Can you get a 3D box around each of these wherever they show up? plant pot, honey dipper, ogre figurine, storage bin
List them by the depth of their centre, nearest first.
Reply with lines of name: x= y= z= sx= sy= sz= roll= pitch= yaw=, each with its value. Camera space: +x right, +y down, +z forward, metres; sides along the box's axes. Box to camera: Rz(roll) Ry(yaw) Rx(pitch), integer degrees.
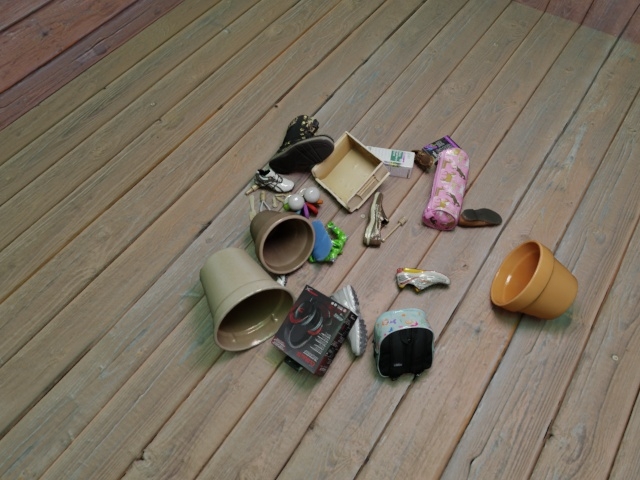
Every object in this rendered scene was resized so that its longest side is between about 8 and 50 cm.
plant pot: x=0.834 y=0.172 z=1.628 sx=0.203 sy=0.291 sz=0.291 roll=30 pitch=65 yaw=0
plant pot: x=-0.314 y=0.201 z=1.638 sx=0.333 sy=0.334 sz=0.305 roll=-31 pitch=54 yaw=-14
plant pot: x=-0.188 y=-0.025 z=1.783 sx=0.263 sy=0.263 sz=0.229 roll=-34 pitch=41 yaw=-16
ogre figurine: x=0.041 y=0.020 z=1.831 sx=0.118 sy=0.097 sz=0.197 roll=22 pitch=52 yaw=26
honey dipper: x=0.331 y=-0.049 z=1.895 sx=0.030 sy=0.030 sz=0.160 roll=39 pitch=71 yaw=21
storage bin: x=0.133 y=-0.312 z=1.937 sx=0.260 sy=0.123 sz=0.262 roll=-47 pitch=60 yaw=6

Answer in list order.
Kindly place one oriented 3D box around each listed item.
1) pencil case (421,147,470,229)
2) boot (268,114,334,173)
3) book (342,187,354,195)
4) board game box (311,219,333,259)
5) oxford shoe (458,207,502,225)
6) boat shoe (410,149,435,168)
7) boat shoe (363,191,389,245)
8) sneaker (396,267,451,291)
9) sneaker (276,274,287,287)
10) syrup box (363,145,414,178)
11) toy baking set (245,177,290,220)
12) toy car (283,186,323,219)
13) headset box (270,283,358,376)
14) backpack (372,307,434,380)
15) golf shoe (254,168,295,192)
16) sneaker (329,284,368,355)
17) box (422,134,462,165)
pencil case: x=0.573 y=-0.234 z=1.915 sx=0.167 sy=0.160 sz=0.387 roll=12 pitch=63 yaw=13
boot: x=-0.067 y=-0.487 z=2.022 sx=0.377 sy=0.138 sz=0.284 roll=-16 pitch=45 yaw=42
book: x=0.185 y=-0.260 z=2.015 sx=0.096 sy=0.035 sz=0.144 roll=34 pitch=67 yaw=23
board game box: x=0.000 y=0.000 z=1.784 sx=0.033 sy=0.133 sz=0.169 roll=-3 pitch=57 yaw=-42
oxford shoe: x=0.713 y=-0.097 z=1.890 sx=0.212 sy=0.076 sz=0.076 roll=4 pitch=58 yaw=-14
boat shoe: x=0.485 y=-0.393 z=2.019 sx=0.060 sy=0.064 sz=0.178 roll=16 pitch=22 yaw=-23
boat shoe: x=0.262 y=-0.093 z=1.888 sx=0.095 sy=0.095 sz=0.258 roll=11 pitch=74 yaw=12
sneaker: x=0.426 y=0.169 z=1.751 sx=0.225 sy=0.088 sz=0.093 roll=5 pitch=82 yaw=5
sneaker: x=-0.165 y=0.196 z=1.776 sx=0.043 sy=0.040 sz=0.109 roll=-8 pitch=56 yaw=16
syrup box: x=0.329 y=-0.378 z=2.039 sx=0.236 sy=0.096 sz=0.093 roll=9 pitch=63 yaw=8
toy baking set: x=-0.259 y=-0.209 z=2.003 sx=0.256 sy=0.030 sz=0.197 roll=-34 pitch=65 yaw=-16
toy car: x=-0.074 y=-0.162 z=1.923 sx=0.181 sy=0.159 sz=0.136 roll=-26 pitch=100 yaw=-12
headset box: x=-0.030 y=0.350 z=1.590 sx=0.218 sy=0.110 sz=0.293 roll=28 pitch=81 yaw=29
backpack: x=0.300 y=0.359 z=1.544 sx=0.224 sy=0.254 sz=0.191 roll=-8 pitch=41 yaw=-1
golf shoe: x=-0.215 y=-0.285 z=1.982 sx=0.198 sy=0.094 sz=0.077 roll=11 pitch=60 yaw=-4
sneaker: x=0.109 y=0.323 z=1.675 sx=0.115 sy=0.105 sz=0.282 roll=-21 pitch=58 yaw=17
box: x=0.607 y=-0.452 z=2.109 sx=0.162 sy=0.029 sz=0.116 roll=-27 pitch=63 yaw=-14
